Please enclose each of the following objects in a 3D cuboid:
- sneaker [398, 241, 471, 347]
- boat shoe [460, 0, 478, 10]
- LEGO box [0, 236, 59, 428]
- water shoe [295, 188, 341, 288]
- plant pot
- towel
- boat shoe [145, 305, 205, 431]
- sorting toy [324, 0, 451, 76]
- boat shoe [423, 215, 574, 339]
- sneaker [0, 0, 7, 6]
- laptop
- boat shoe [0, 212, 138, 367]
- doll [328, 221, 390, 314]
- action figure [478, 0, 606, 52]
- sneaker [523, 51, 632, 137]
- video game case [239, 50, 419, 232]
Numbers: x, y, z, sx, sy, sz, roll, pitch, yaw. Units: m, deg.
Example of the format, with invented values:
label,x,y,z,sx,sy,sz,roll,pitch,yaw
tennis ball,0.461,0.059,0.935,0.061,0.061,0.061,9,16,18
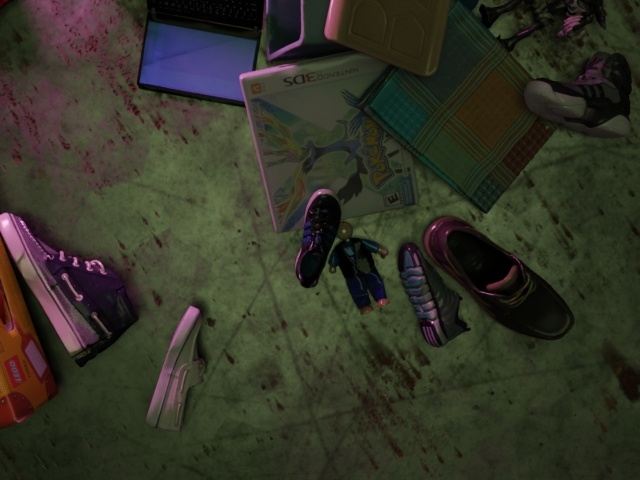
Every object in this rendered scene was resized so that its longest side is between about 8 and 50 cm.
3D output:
label,x,y,z,sx,sy,sz,roll,pitch,yaw
sneaker,0.232,0.101,1.672,0.098,0.083,0.223,-22,98,-22
boat shoe,0.248,-0.562,1.569,0.109,0.089,0.258,-21,128,0
LEGO box,-0.788,0.144,1.573,0.372,0.193,0.500,-19,95,7
water shoe,0.000,0.000,1.619,0.073,0.080,0.203,8,114,-9
plant pot,0.048,-0.470,1.529,0.252,0.247,0.247,-3,95,-17
towel,0.285,-0.253,1.583,0.370,0.040,0.271,37,95,-26
boat shoe,-0.276,0.265,1.658,0.088,0.096,0.267,19,96,-7
sorting toy,0.131,-0.463,1.433,0.229,0.041,0.307,13,87,-29
boat shoe,0.357,0.088,1.632,0.355,0.130,0.132,35,94,-4
sneaker,-0.734,-0.475,1.585,0.270,0.090,0.145,-26,93,-1
laptop,-0.234,-0.410,1.575,0.234,0.264,0.136,10,58,-2
boat shoe,-0.501,0.071,1.638,0.158,0.127,0.340,-30,91,-20
doll,0.080,0.049,1.667,0.129,0.046,0.189,-24,89,11
action figure,0.459,-0.456,1.583,0.276,0.141,0.164,-25,94,5
sneaker,0.508,-0.302,1.593,0.269,0.101,0.153,15,85,-30
video game case,0.024,-0.194,1.599,0.300,0.036,0.329,-12,115,0
